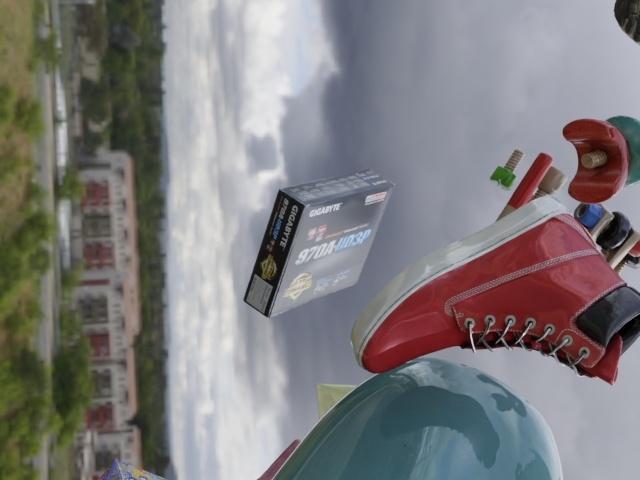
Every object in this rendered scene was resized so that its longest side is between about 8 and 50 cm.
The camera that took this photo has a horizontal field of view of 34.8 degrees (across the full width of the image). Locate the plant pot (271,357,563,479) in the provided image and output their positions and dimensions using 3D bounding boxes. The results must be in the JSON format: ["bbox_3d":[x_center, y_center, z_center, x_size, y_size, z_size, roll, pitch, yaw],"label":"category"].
[{"bbox_3d":[0.102,0.260,0.997,0.235,0.293,0.293,-56,168,-31],"label":"plant pot"}]

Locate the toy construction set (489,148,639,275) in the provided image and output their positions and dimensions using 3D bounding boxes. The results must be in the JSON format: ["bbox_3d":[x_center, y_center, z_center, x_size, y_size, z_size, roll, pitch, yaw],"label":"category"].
[{"bbox_3d":[0.326,0.033,1.534,0.257,0.309,0.237,30,-95,46],"label":"toy construction set"}]

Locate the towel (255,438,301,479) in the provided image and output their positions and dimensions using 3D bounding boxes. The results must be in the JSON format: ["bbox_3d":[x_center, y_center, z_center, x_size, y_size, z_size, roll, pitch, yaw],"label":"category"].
[{"bbox_3d":[-0.010,0.423,1.454,0.329,0.237,0.037,19,-42,46],"label":"towel"}]

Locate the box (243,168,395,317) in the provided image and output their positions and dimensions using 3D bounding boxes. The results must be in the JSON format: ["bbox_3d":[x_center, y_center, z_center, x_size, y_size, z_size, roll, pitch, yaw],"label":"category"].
[{"bbox_3d":[0.000,0.000,1.410,0.051,0.220,0.175,32,-63,26],"label":"box"}]

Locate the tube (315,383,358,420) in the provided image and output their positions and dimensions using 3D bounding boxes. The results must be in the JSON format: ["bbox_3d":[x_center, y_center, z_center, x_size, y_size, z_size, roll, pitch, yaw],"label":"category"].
[{"bbox_3d":[0.113,0.303,1.903,0.062,0.240,0.070,69,20,-75],"label":"tube"}]

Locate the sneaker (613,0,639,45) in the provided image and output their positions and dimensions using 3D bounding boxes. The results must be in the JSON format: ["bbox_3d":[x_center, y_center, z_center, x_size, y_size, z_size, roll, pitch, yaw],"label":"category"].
[{"bbox_3d":[0.598,-0.300,1.523,0.129,0.330,0.147,-68,164,6],"label":"sneaker"}]

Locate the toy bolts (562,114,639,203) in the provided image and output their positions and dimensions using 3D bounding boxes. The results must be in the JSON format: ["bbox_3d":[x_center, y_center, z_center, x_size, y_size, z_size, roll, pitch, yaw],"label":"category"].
[{"bbox_3d":[0.419,-0.077,1.196,0.228,0.158,0.218,12,-68,46],"label":"toy bolts"}]

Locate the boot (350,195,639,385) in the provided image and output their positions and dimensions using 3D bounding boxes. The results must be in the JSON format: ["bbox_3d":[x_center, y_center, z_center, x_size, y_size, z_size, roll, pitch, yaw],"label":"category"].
[{"bbox_3d":[0.161,0.083,0.902,0.176,0.244,0.088,56,-6,35],"label":"boot"}]

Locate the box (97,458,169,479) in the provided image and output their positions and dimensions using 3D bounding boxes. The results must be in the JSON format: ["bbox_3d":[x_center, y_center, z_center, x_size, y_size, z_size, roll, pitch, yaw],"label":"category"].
[{"bbox_3d":[-0.190,0.444,1.141,0.290,0.279,0.177,-49,-142,9],"label":"box"}]
